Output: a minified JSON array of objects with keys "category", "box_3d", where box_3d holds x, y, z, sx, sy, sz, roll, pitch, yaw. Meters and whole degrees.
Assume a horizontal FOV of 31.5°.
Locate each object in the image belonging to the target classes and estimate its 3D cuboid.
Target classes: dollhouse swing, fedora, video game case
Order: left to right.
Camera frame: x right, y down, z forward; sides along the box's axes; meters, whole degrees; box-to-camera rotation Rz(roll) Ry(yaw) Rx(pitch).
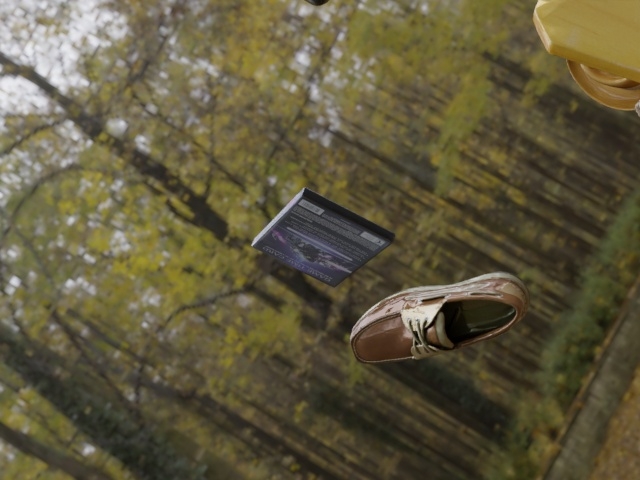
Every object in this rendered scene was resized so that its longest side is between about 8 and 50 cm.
[{"category":"video game case","box_3d":[0.000,0.000,2.197,0.274,0.196,0.026,-41,26,60]},{"category":"fedora","box_3d":[0.434,-0.283,1.675,0.079,0.194,0.194,-15,-43,-51]},{"category":"dollhouse swing","box_3d":[0.496,-0.292,1.599,0.347,0.305,0.315,-66,-27,-17]}]

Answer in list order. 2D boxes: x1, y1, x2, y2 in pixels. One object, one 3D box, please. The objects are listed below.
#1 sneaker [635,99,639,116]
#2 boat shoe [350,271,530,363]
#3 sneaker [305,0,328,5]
[{"category":"sneaker","box_3d":[0.506,-0.119,1.321,0.153,0.282,0.099,-48,23,2]},{"category":"boat shoe","box_3d":[0.202,0.140,1.966,0.324,0.123,0.120,-21,10,15]},{"category":"sneaker","box_3d":[-0.103,-0.454,1.817,0.130,0.286,0.109,-40,-23,-23]}]
